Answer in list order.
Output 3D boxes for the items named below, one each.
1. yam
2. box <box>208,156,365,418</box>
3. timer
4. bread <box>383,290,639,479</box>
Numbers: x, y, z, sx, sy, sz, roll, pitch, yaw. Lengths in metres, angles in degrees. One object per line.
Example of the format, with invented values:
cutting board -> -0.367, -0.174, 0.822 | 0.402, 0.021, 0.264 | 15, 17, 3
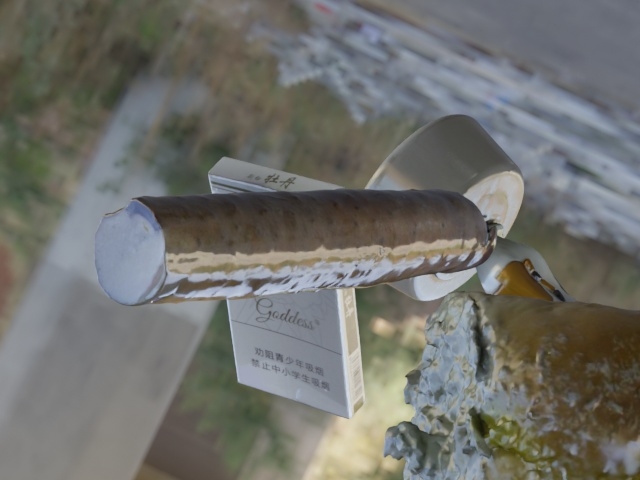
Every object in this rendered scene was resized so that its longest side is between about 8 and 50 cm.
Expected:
yam -> 0.000, 0.000, 0.828 | 0.046, 0.046, 0.264 | 24, -165, 30
box -> -0.023, 0.037, 1.443 | 0.109, 0.029, 0.198 | 15, 128, 30
timer -> 0.173, 0.029, 1.730 | 0.266, 0.175, 0.175 | 41, -176, 26
bread -> 0.163, 0.136, 1.195 | 0.246, 0.195, 0.176 | 9, 179, -10
